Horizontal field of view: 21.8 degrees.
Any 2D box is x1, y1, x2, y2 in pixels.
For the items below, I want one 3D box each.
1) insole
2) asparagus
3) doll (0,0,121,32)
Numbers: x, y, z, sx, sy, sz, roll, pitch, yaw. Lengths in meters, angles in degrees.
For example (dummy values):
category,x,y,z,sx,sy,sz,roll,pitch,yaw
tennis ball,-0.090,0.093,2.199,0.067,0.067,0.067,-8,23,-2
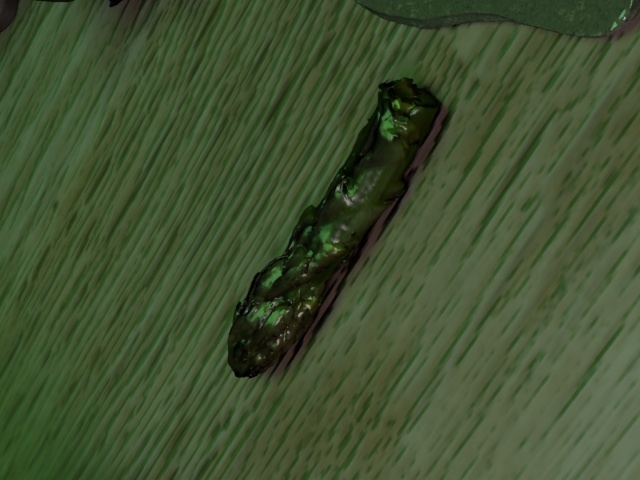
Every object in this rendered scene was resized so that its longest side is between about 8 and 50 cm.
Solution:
category,x,y,z,sx,sy,sz,roll,pitch,yaw
insole,0.067,-0.116,0.692,0.192,0.010,0.063,21,98,53
asparagus,0.000,0.000,0.735,0.036,0.030,0.165,45,117,22
doll,-0.144,-0.235,0.905,0.182,0.117,0.257,13,90,31
